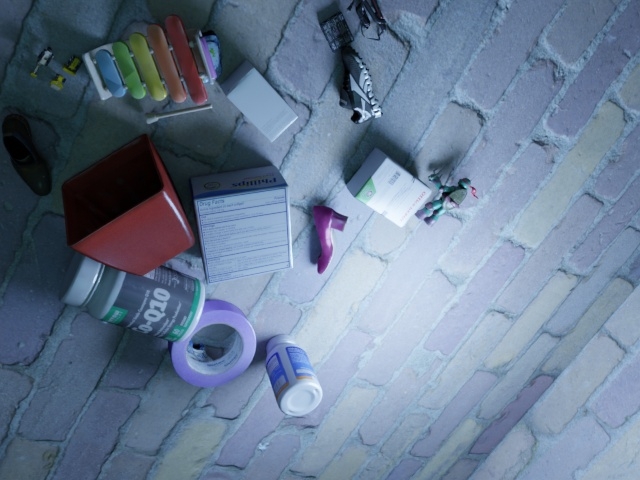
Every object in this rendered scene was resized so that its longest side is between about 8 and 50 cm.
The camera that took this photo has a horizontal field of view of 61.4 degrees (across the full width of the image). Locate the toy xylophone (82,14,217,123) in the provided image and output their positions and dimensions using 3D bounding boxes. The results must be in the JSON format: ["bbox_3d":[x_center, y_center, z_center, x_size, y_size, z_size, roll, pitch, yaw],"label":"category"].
[{"bbox_3d":[-0.386,-0.395,1.293,0.322,0.081,0.236,-11,123,19],"label":"toy xylophone"}]

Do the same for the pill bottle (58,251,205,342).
[{"bbox_3d":[-0.535,0.150,1.549,0.360,0.204,0.204,25,109,-30],"label":"pill bottle"}]

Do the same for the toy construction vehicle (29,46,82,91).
[{"bbox_3d":[-0.630,-0.413,1.282,0.085,0.035,0.098,25,112,-42],"label":"toy construction vehicle"}]

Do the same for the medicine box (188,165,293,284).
[{"bbox_3d":[-0.229,-0.046,1.578,0.263,0.149,0.290,-10,122,-14],"label":"medicine box"}]

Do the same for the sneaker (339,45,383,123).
[{"bbox_3d":[0.093,-0.424,1.511,0.106,0.078,0.234,-31,128,-3],"label":"sneaker"}]

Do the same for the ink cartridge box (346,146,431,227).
[{"bbox_3d":[0.217,-0.164,1.705,0.219,0.093,0.160,30,106,-32],"label":"ink cartridge box"}]

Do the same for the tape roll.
[{"bbox_3d":[-0.354,0.337,1.765,0.274,0.090,0.275,-7,109,-21],"label":"tape roll"}]

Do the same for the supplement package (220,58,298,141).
[{"bbox_3d":[-0.164,-0.371,1.432,0.105,0.105,0.179,-42,125,8],"label":"supplement package"}]

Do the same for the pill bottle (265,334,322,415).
[{"bbox_3d":[-0.103,0.451,1.848,0.152,0.272,0.153,-9,122,-15],"label":"pill bottle"}]

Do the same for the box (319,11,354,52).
[{"bbox_3d":[0.045,-0.559,1.449,0.067,0.018,0.083,-33,125,1],"label":"box"}]

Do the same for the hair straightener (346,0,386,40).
[{"bbox_3d":[0.105,-0.624,1.423,0.089,0.047,0.230,-33,130,1],"label":"hair straightener"}]

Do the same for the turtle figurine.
[{"bbox_3d":[0.417,-0.150,1.782,0.175,0.118,0.234,34,109,-33],"label":"turtle figurine"}]

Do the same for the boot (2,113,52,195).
[{"bbox_3d":[-0.730,-0.190,1.329,0.082,0.106,0.219,-16,124,-10],"label":"boot"}]

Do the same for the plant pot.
[{"bbox_3d":[-0.481,-0.068,1.420,0.267,0.267,0.236,-32,138,0],"label":"plant pot"}]

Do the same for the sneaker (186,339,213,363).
[{"bbox_3d":[-0.409,0.383,1.831,0.058,0.052,0.135,-46,125,5],"label":"sneaker"}]

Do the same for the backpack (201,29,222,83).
[{"bbox_3d":[-0.296,-0.452,1.347,0.104,0.084,0.115,-12,127,-10],"label":"backpack"}]

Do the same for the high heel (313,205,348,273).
[{"bbox_3d":[0.000,0.000,1.751,0.117,0.082,0.244,21,127,1],"label":"high heel"}]
